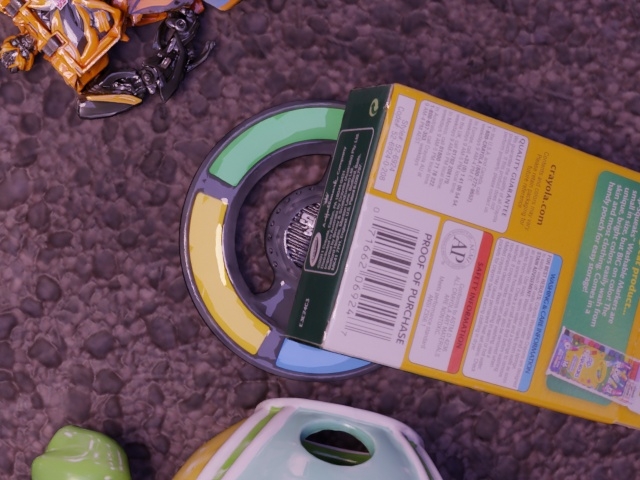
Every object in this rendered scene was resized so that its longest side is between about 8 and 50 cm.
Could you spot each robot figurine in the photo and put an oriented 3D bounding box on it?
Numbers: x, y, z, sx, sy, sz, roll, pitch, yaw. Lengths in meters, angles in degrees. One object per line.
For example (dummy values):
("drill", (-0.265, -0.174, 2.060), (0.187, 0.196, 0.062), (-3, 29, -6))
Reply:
("robot figurine", (-0.141, -0.236, 1.036), (0.291, 0.085, 0.211), (-44, 95, -8))

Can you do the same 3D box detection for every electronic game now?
("electronic game", (0.000, 0.000, 1.073), (0.229, 0.048, 0.229), (0, 88, -9))

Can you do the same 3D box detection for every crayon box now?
("crayon box", (0.151, 0.022, 1.055), (0.322, 0.083, 0.203), (17, 86, -23))

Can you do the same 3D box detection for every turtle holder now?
("turtle holder", (-0.039, 0.243, 0.991), (0.320, 0.243, 0.228), (0, 63, 25))
